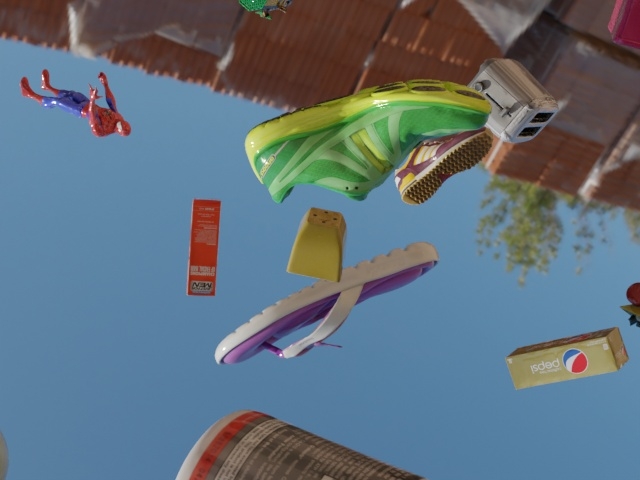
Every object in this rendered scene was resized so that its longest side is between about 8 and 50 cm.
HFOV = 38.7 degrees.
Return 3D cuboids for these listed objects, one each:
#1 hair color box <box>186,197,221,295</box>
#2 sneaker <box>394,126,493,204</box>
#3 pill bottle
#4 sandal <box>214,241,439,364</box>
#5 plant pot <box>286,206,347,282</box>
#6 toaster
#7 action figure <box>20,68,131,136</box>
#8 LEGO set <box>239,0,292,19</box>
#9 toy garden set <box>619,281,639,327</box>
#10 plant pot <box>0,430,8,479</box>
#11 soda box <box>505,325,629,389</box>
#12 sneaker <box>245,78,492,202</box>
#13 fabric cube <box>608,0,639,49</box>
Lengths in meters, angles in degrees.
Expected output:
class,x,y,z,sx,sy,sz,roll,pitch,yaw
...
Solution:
class,x,y,z,sx,sy,sz,roll,pitch,yaw
hair color box,-0.207,0.010,1.613,0.053,0.167,0.093,2,-176,-9
sneaker,0.195,-0.141,1.491,0.069,0.185,0.084,29,-146,-44
pill bottle,0.026,0.339,1.003,0.362,0.210,0.210,16,-162,28
sandal,0.019,0.126,1.516,0.102,0.416,0.169,63,180,17
plant pot,0.000,0.000,1.348,0.081,0.083,0.081,11,-148,2
toaster,0.396,-0.288,1.893,0.146,0.129,0.227,49,-153,17
action figure,-0.496,-0.308,1.884,0.280,0.139,0.091,30,-139,21
LEGO set,-0.058,-0.541,1.487,0.255,0.331,0.192,35,-152,18
toy garden set,0.471,0.146,1.065,0.203,0.049,0.244,30,-173,-42
plant pot,-0.392,0.235,0.940,0.134,0.134,0.095,19,166,-15
soda box,0.394,0.190,1.466,0.061,0.181,0.058,-19,-90,-53
sneaker,0.060,-0.115,1.078,0.295,0.124,0.109,-12,-166,18
fabric cube,0.505,-0.337,1.069,0.254,0.258,0.259,18,-159,10
